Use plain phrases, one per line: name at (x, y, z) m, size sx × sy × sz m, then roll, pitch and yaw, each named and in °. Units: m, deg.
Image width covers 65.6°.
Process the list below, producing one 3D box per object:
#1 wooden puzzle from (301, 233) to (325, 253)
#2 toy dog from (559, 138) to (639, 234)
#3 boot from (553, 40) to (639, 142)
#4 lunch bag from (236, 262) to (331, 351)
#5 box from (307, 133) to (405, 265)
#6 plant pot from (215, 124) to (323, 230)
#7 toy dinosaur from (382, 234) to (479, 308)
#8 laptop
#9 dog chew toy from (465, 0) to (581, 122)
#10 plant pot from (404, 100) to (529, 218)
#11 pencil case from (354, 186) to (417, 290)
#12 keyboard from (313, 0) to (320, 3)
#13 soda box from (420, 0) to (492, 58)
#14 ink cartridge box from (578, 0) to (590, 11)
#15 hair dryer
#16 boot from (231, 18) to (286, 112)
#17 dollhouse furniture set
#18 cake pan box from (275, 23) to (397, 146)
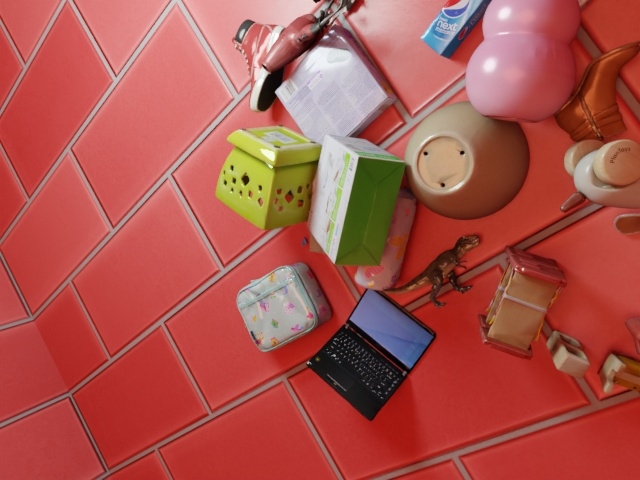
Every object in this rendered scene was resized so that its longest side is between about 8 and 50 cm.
wooden puzzle at (0.000, 0.000, 1.447) m, size 0.117 × 0.014 × 0.078 m, roll 16°, pitch 103°, yaw 28°
toy dog at (0.602, -0.059, 0.951) m, size 0.334 × 0.220 × 0.161 m, roll 39°, pitch 101°, yaw 19°
boot at (0.579, -0.288, 1.007) m, size 0.197 × 0.073 × 0.152 m, roll -37°, pitch 79°, yaw 43°
lunch bag at (-0.124, 0.199, 1.503) m, size 0.279 × 0.108 × 0.223 m, roll -31°, pitch 83°, yaw 32°
box at (0.072, -0.102, 1.209) m, size 0.231 × 0.127 × 0.261 m, roll -128°, pitch 45°, yaw -61°
plant pot at (-0.121, -0.181, 1.323) m, size 0.228 × 0.227 × 0.207 m, roll 32°, pitch 124°, yaw 35°
toy dinosaur at (0.299, 0.097, 1.237) m, size 0.268 × 0.064 × 0.118 m, roll -36°, pitch 75°, yaw 11°
laptop at (0.135, 0.299, 1.350) m, size 0.234 × 0.264 × 0.136 m, roll 38°, pitch 153°, yaw 21°
dog chew toy at (0.407, -0.405, 0.972) m, size 0.207 × 0.207 × 0.331 m, roll 15°, pitch 104°, yaw 28°
plant pot at (0.306, -0.175, 1.122) m, size 0.284 × 0.191 × 0.283 m, roll 7°, pitch 103°, yaw 29°
pencil case at (0.164, -0.006, 1.287) m, size 0.124 × 0.114 × 0.272 m, roll 25°, pitch 112°, yaw 43°
keyboard at (0.057, -0.662, 1.252) m, size 0.180 × 0.023 × 0.108 m, roll -21°, pitch 51°, yaw 33°
soda box at (0.324, -0.519, 1.112) m, size 0.067 × 0.071 × 0.210 m, roll 47°, pitch 119°, yaw 15°
ink cartridge box at (0.509, -0.545, 1.021) m, size 0.179 × 0.045 × 0.145 m, roll -43°, pitch 76°, yaw 21°
hair dryer at (-0.045, -0.530, 1.251) m, size 0.294 × 0.223 × 0.080 m, roll -34°, pitch 105°, yaw 33°
boot at (-0.194, -0.500, 1.425) m, size 0.176 × 0.088 × 0.244 m, roll 23°, pitch 103°, yaw 26°
dollhouse furniture set at (0.560, 0.179, 1.090) m, size 0.375 × 0.152 × 0.201 m, roll 20°, pitch 110°, yaw 8°
cake pan box at (0.031, -0.382, 1.321) m, size 0.267 × 0.070 × 0.245 m, roll -41°, pitch 76°, yaw 30°
